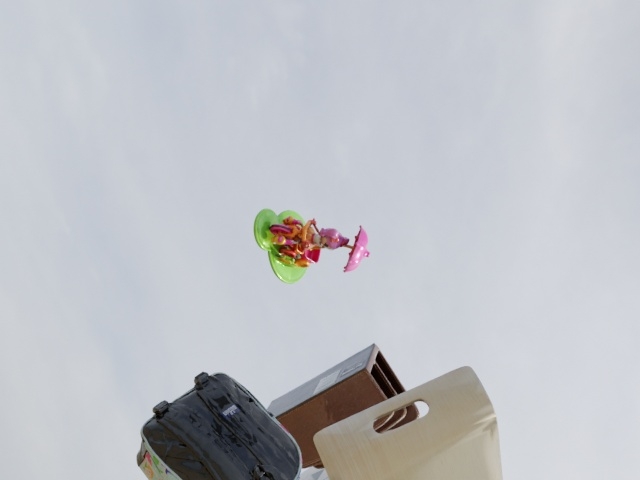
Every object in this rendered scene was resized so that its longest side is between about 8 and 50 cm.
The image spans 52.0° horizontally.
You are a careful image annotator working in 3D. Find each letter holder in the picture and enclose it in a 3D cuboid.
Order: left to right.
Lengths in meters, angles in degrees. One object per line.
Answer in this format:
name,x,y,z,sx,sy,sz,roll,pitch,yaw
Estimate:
letter holder,0.045,0.410,1.463,0.302,0.152,0.214,-32,-87,17

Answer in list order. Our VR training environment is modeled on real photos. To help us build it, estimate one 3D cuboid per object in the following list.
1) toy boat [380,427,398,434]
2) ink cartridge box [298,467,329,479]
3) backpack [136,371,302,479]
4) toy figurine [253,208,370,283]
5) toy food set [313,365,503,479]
toy boat,0.158,0.452,1.139,0.151,0.151,0.231,4,-109,45
ink cartridge box,0.000,0.635,1.649,0.223,0.224,0.045,-41,-79,21
backpack,-0.166,0.385,1.126,0.254,0.225,0.191,33,-49,25
toy figurine,0.000,0.000,1.096,0.159,0.130,0.173,-2,-26,32
toy food set,0.126,0.322,0.888,0.092,0.220,0.306,-124,-166,-52
